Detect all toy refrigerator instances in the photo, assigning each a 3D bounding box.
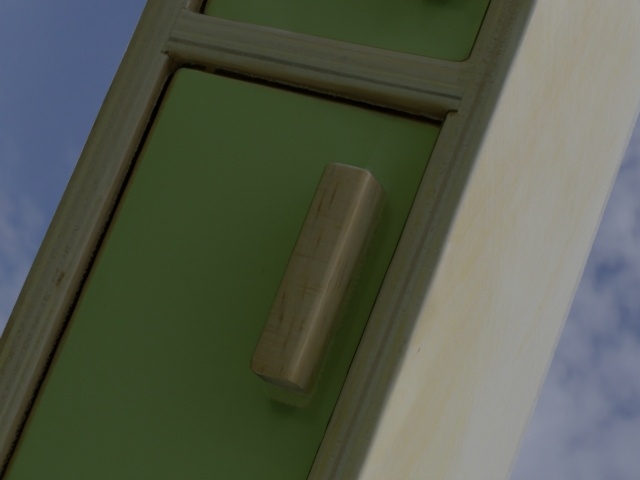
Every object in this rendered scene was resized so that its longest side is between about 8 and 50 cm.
[{"bbox_3d":[0.000,0.000,0.410,0.102,0.094,0.269,15,-105,29],"label":"toy refrigerator"}]
